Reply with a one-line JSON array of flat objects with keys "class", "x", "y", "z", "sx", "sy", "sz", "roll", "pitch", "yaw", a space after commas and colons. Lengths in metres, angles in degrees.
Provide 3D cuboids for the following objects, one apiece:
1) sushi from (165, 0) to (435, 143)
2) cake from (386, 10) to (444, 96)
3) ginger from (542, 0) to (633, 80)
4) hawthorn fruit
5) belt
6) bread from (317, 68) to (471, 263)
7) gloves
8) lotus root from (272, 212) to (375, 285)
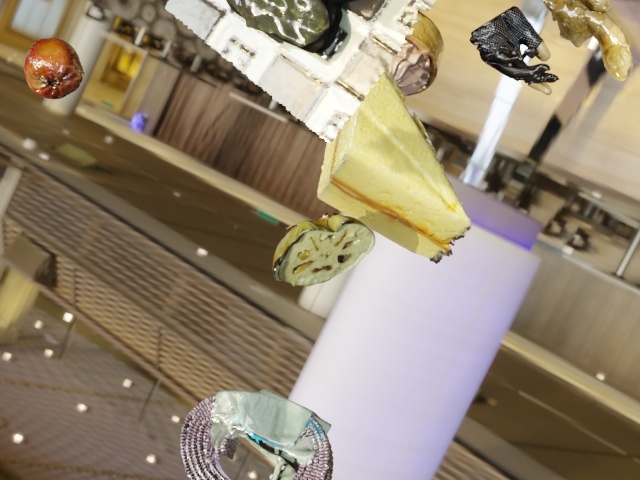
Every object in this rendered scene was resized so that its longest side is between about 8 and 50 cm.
[{"class": "sushi", "x": 0.002, "y": -0.357, "z": 1.072, "sx": 0.296, "sy": 0.373, "sz": 0.100, "roll": 40, "pitch": -170, "yaw": 11}, {"class": "cake", "x": 0.147, "y": -0.371, "z": 1.869, "sx": 0.208, "sy": 0.178, "sz": 0.185, "roll": 7, "pitch": 147, "yaw": 41}, {"class": "ginger", "x": 0.506, "y": -0.389, "z": 1.662, "sx": 0.214, "sy": 0.059, "sz": 0.133, "roll": 60, "pitch": 148, "yaw": -5}, {"class": "hawthorn fruit", "x": -0.326, "y": -0.212, "z": 1.083, "sx": 0.077, "sy": 0.077, "sz": 0.077, "roll": 26, "pitch": -174, "yaw": -3}, {"class": "belt", "x": -0.129, "y": 0.438, "z": 1.818, "sx": 0.325, "sy": 0.260, "sz": 0.122, "roll": 22, "pitch": 162, "yaw": 19}, {"class": "bread", "x": 0.169, "y": -0.148, "z": 1.794, "sx": 0.405, "sy": 0.242, "sz": 0.346, "roll": 24, "pitch": 167, "yaw": -18}, {"class": "gloves", "x": 0.375, "y": -0.346, "z": 1.698, "sx": 0.180, "sy": 0.106, "sz": 0.129, "roll": 58, "pitch": -153, "yaw": -7}, {"class": "lotus root", "x": -0.002, "y": 0.003, "z": 1.703, "sx": 0.183, "sy": 0.203, "sz": 0.078, "roll": 12, "pitch": -133, "yaw": -41}]
